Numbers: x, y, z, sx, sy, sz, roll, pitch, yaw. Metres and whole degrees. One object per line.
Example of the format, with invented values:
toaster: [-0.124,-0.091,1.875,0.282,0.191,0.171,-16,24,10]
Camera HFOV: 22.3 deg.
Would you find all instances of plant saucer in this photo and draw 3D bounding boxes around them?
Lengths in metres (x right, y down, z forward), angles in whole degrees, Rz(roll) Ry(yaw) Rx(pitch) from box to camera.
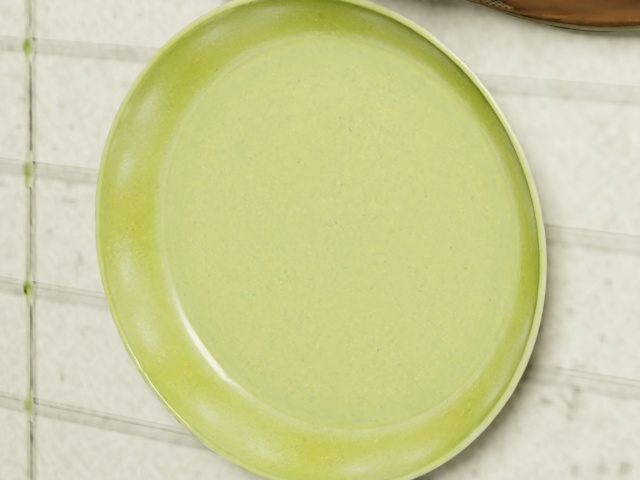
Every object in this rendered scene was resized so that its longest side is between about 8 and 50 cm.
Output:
plant saucer: [0.000,0.000,0.778,0.241,0.037,0.241,6,103,27]

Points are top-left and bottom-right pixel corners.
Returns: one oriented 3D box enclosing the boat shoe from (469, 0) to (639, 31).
boat shoe: [0.041,-0.156,0.679,0.324,0.120,0.122,13,106,26]
